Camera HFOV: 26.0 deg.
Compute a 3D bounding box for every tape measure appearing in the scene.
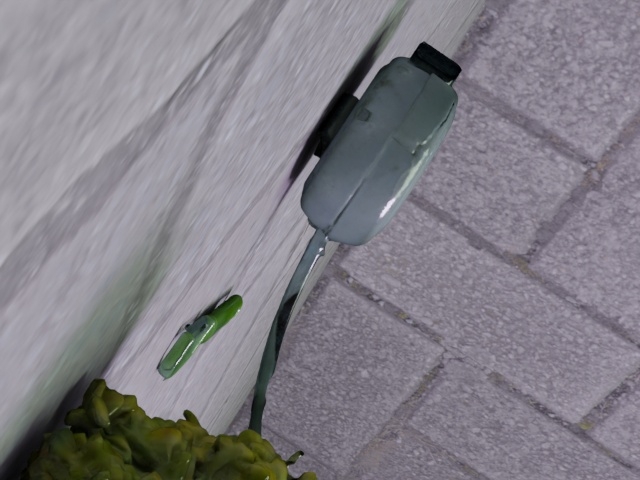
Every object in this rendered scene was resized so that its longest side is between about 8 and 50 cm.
[{"bbox_3d":[-0.001,0.000,1.026,0.330,0.084,0.164,-58,176,-16],"label":"tape measure"}]

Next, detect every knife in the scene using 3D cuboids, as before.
[{"bbox_3d":[-0.089,0.073,1.052,0.054,0.015,0.212,-57,178,10],"label":"knife"}]

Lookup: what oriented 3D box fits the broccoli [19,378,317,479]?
[{"bbox_3d":[-0.119,0.170,0.673,0.242,0.273,0.180,-48,132,-4],"label":"broccoli"}]
